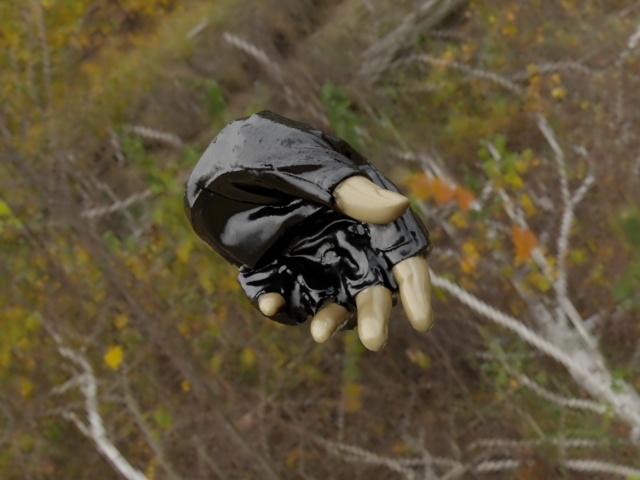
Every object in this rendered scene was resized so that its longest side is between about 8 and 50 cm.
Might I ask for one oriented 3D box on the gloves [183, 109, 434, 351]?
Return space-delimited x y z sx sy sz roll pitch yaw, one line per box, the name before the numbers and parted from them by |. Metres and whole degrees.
gloves | 0.000 0.000 0.973 0.124 0.203 0.164 -39 -19 -41
